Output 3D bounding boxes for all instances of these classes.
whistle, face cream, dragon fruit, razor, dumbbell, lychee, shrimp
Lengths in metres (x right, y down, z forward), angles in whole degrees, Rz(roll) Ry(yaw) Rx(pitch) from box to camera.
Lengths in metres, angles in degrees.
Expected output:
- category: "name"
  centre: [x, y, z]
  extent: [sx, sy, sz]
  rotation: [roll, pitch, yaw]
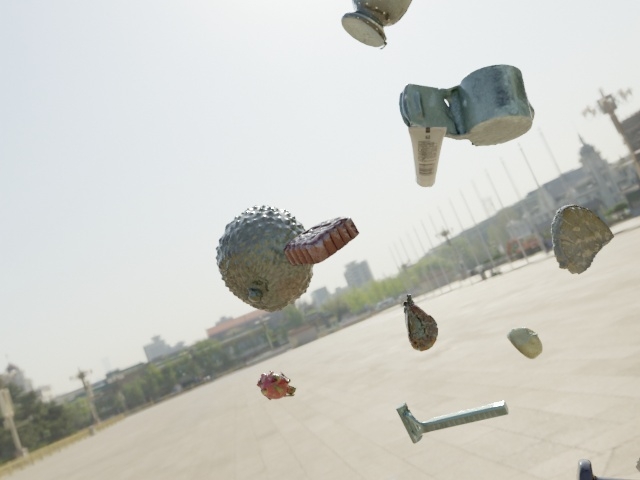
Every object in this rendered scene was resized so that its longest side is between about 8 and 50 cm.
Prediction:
- category: "whistle"
  centre: [0.426, -0.377, 1.744]
  extent: [0.405, 0.168, 0.188]
  rotation: [-6, -17, 3]
- category: "face cream"
  centre: [0.272, -0.219, 1.562]
  extent: [0.092, 0.058, 0.243]
  rotation: [0, -26, 8]
- category: "dragon fruit"
  centre: [-0.132, 0.444, 1.836]
  extent: [0.086, 0.116, 0.081]
  rotation: [-51, 24, 12]
- category: "razor"
  centre: [0.328, 0.442, 1.503]
  extent: [0.278, 0.111, 0.056]
  rotation: [-21, 11, 32]
- category: "dumbbell"
  centre: [0.770, 0.632, 1.532]
  extent: [0.226, 0.140, 0.124]
  rotation: [-2, -30, 21]
- category: "lychee"
  centre: [-0.130, 0.042, 1.493]
  extent: [0.255, 0.255, 0.274]
  rotation: [-27, 26, 33]
- category: "shrimp"
  centre: [0.269, 0.224, 1.663]
  extent: [0.091, 0.184, 0.043]
  rotation: [-36, -46, 16]

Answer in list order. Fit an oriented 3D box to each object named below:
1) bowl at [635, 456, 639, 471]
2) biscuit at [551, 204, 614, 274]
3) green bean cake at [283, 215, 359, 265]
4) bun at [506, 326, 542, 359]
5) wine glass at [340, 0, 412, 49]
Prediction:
- category: "bowl"
  centre: [0.749, 0.463, 1.219]
  extent: [0.189, 0.086, 0.189]
  rotation: [-6, -47, -6]
- category: "biscuit"
  centre: [0.594, -0.018, 1.389]
  extent: [0.290, 0.141, 0.038]
  rotation: [-26, -6, -44]
- category: "green bean cake"
  centre: [0.000, 0.000, 1.310]
  extent: [0.136, 0.056, 0.135]
  rotation: [-36, 12, -32]
- category: "bun"
  centre: [0.453, 0.220, 1.333]
  extent: [0.055, 0.086, 0.086]
  rotation: [-49, -13, 9]
- category: "wine glass"
  centre: [0.123, -0.474, 1.145]
  extent: [0.204, 0.111, 0.111]
  rotation: [-63, -8, -3]
